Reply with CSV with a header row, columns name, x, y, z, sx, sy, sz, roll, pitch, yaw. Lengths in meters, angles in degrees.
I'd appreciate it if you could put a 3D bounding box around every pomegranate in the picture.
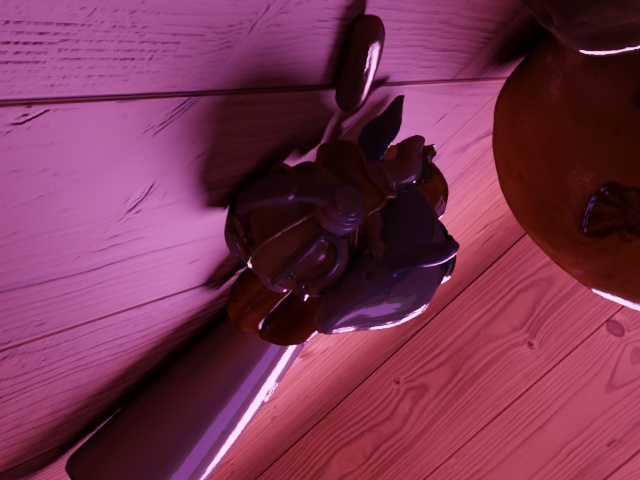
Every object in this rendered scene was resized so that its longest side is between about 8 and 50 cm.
name,x,y,z,sx,sy,sz,roll,pitch,yaw
pomegranate,0.332,-0.101,1.553,0.332,0.332,0.332,-40,171,-7

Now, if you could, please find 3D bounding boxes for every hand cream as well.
name,x,y,z,sx,sy,sz,roll,pitch,yaw
hand cream,-0.094,0.141,1.606,0.358,0.118,0.185,-46,169,-7

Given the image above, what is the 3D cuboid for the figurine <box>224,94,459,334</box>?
name,x,y,z,sx,sy,sz,roll,pitch,yaw
figurine,0.019,-0.014,1.233,0.128,0.184,0.208,-46,-153,44

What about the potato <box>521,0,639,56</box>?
name,x,y,z,sx,sy,sz,roll,pitch,yaw
potato,0.247,-0.216,1.135,0.235,0.160,0.178,-28,133,3

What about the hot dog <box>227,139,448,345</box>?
name,x,y,z,sx,sy,sz,roll,pitch,yaw
hot dog,0.016,-0.004,1.429,0.104,0.076,0.250,23,122,-35

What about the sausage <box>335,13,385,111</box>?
name,x,y,z,sx,sy,sz,roll,pitch,yaw
sausage,0.026,-0.115,1.089,0.024,0.024,0.132,-39,170,-14
